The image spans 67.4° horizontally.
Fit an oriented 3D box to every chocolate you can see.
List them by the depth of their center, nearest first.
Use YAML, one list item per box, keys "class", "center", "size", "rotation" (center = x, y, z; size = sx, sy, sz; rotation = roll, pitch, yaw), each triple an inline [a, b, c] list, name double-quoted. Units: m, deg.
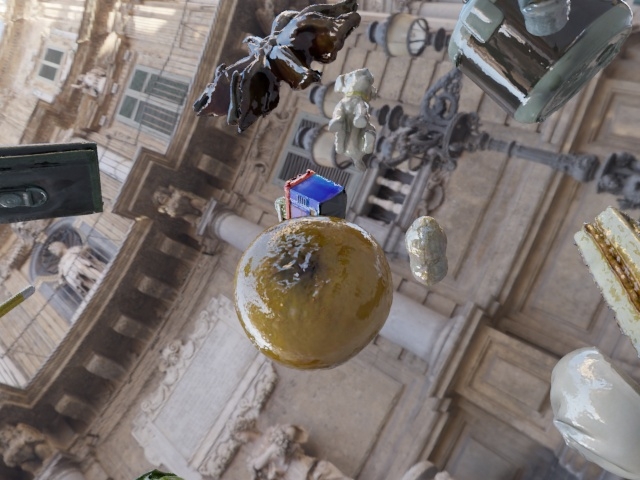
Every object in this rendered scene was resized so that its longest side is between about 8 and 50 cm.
- class: "chocolate"
  center: [0.344, 0.042, 1.546]
  size: [0.134, 0.134, 0.309]
  rotation: [-48, -35, -22]

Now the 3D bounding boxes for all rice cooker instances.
- class: "rice cooker"
  center: [0.493, -0.482, 1.119]
  size: [0.335, 0.325, 0.335]
  rotation: [-37, -16, -12]

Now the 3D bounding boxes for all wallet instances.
- class: "wallet"
  center: [-0.504, -0.092, 0.823]
  size: [0.236, 0.055, 0.160]
  rotation: [-7, -39, -24]

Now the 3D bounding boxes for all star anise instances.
- class: "star anise"
  center: [-0.060, -0.245, 0.663]
  size: [0.288, 0.288, 0.088]
  rotation: [-49, -54, -20]

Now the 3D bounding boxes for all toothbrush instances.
- class: "toothbrush"
  center: [-0.541, 0.150, 0.724]
  size: [0.288, 0.024, 0.021]
  rotation: [-65, -8, -59]

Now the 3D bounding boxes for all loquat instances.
- class: "loquat"
  center: [-0.012, 0.081, 0.794]
  size: [0.263, 0.263, 0.263]
  rotation: [-28, -49, -39]

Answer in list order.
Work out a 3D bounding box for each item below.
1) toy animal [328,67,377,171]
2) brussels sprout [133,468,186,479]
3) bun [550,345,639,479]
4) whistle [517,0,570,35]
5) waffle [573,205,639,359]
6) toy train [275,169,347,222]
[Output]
- class: "toy animal"
  center: [0.081, -0.276, 1.083]
  size: [0.184, 0.104, 0.185]
  rotation: [66, -160, -57]
- class: "brussels sprout"
  center: [-0.411, 0.676, 1.106]
  size: [0.259, 0.227, 0.294]
  rotation: [-26, -32, -42]
- class: "bun"
  center: [0.370, 0.230, 0.626]
  size: [0.120, 0.173, 0.173]
  rotation: [-46, -33, 16]
- class: "whistle"
  center: [0.224, -0.349, 0.516]
  size: [0.142, 0.133, 0.346]
  rotation: [-35, -28, 20]
- class: "waffle"
  center: [0.607, 0.126, 0.830]
  size: [0.261, 0.376, 0.114]
  rotation: [25, -52, -19]
- class: "toy train"
  center: [-0.022, -0.030, 0.953]
  size: [0.083, 0.131, 0.204]
  rotation: [-37, -37, -38]
